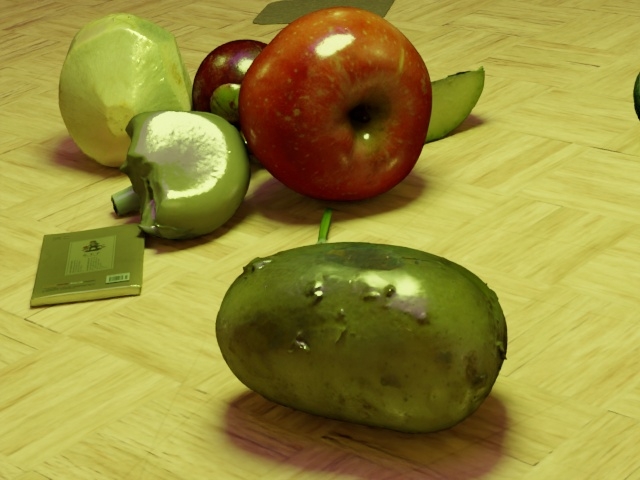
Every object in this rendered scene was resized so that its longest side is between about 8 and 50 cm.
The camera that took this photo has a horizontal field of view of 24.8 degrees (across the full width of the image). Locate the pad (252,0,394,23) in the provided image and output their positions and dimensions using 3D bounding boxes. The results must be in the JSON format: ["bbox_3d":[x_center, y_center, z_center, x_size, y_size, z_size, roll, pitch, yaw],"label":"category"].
[{"bbox_3d":[0.008,-0.459,2.898,0.266,0.002,0.176,0,24,14],"label":"pad"}]

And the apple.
[{"bbox_3d":[0.023,-0.180,1.948,0.260,0.260,0.216,-14,20,-17],"label":"apple"}]

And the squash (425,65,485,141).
[{"bbox_3d":[0.145,-0.184,2.183,0.192,0.085,0.184,-15,-4,-25],"label":"squash"}]

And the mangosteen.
[{"bbox_3d":[-0.104,-0.197,2.129,0.200,0.200,0.200,-5,24,2],"label":"mangosteen"}]

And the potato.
[{"bbox_3d":[0.041,0.090,1.440,0.307,0.173,0.210,6,28,19],"label":"potato"}]

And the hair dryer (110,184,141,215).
[{"bbox_3d":[-0.242,-0.087,2.070,0.167,0.067,0.199,-26,20,-27],"label":"hair dryer"}]

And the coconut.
[{"bbox_3d":[-0.292,-0.222,2.172,0.197,0.237,0.237,-9,23,5],"label":"coconut"}]

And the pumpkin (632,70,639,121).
[{"bbox_3d":[0.535,-0.197,1.996,0.211,0.152,0.211,12,-7,1],"label":"pumpkin"}]

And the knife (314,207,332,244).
[{"bbox_3d":[0.000,0.000,1.838,0.026,0.022,0.184,21,25,-3],"label":"knife"}]

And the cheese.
[{"bbox_3d":[-0.180,-0.085,1.926,0.175,0.091,0.202,6,52,-4],"label":"cheese"}]

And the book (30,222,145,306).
[{"bbox_3d":[-0.292,0.029,1.849,0.138,0.016,0.198,-7,24,-2],"label":"book"}]
